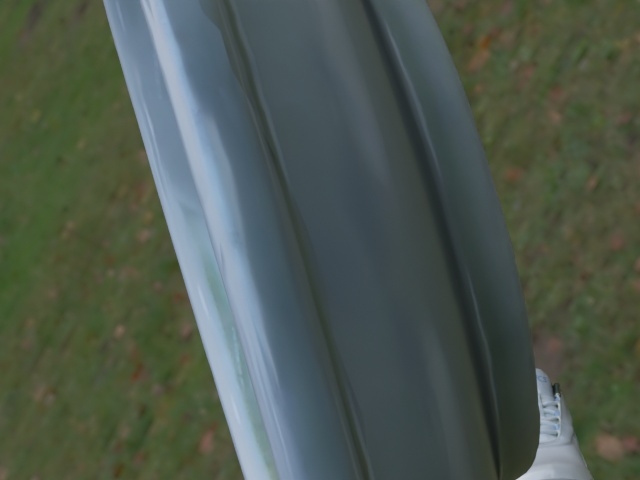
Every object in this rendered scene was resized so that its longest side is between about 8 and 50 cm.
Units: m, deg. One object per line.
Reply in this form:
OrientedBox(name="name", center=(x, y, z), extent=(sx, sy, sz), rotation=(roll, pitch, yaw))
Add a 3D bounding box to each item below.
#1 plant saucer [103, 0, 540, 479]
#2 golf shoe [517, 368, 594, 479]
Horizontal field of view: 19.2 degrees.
OrientedBox(name="plant saucer", center=(0.000, 0.000, 0.702), extent=(0.100, 0.400, 0.400), rotation=(-16, 18, -5))
OrientedBox(name="golf shoe", center=(0.118, 0.117, 1.078), extent=(0.176, 0.069, 0.086), rotation=(119, 149, -88))
